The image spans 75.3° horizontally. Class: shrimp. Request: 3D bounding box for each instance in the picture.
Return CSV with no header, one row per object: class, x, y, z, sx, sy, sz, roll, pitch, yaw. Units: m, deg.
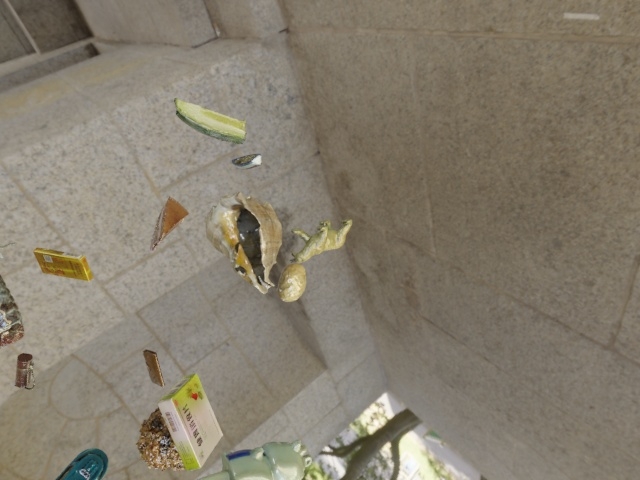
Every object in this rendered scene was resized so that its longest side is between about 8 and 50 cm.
shrimp,-0.837,0.062,0.987,0.410,0.221,0.166,49,134,8

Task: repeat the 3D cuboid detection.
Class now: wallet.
wallet,-0.768,0.587,1.907,0.095,0.026,0.176,5,112,34

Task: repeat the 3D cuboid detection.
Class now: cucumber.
cucumber,-0.480,-0.500,1.784,0.105,0.326,0.145,-34,55,43

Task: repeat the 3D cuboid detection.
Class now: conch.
conch,-0.194,-0.020,1.175,0.324,0.186,0.263,48,151,15

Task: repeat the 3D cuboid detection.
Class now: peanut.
peanut,-0.112,0.170,1.669,0.109,0.159,0.140,18,177,2

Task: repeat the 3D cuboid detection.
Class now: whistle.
whistle,-0.125,0.412,0.722,0.092,0.245,0.110,30,119,58

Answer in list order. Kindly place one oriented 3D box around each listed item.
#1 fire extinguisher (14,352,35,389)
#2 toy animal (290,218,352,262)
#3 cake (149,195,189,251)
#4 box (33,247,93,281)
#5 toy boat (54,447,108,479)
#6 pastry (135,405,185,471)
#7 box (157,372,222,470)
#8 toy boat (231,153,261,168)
fire extinguisher,-0.998,0.454,1.401,0.078,0.045,0.157,27,114,7
toy animal,0.000,0.000,1.272,0.103,0.219,0.100,5,107,46
cake,-0.656,-0.064,1.787,0.113,0.116,0.295,31,-151,-23
box,-0.746,0.070,1.204,0.157,0.022,0.089,7,125,10
toy boat,-0.860,0.860,1.474,0.134,0.092,0.299,45,-160,-6
pastry,-0.547,0.738,1.553,0.275,0.275,0.192,46,122,23
box,-0.444,0.621,1.434,0.175,0.062,0.260,-43,-66,-75
toy boat,-0.299,-0.313,1.663,0.229,0.080,0.045,7,138,55
